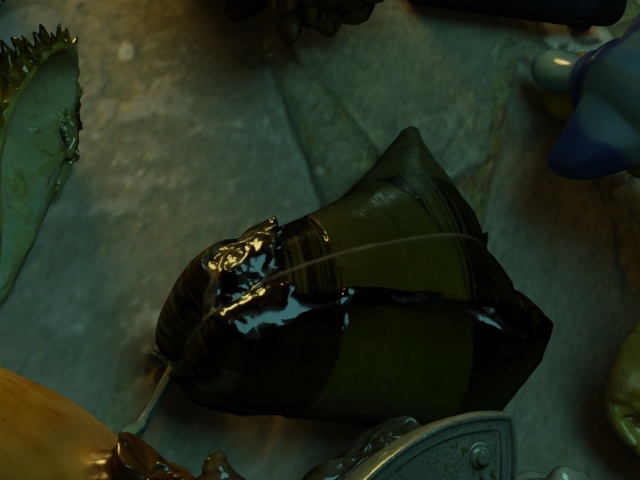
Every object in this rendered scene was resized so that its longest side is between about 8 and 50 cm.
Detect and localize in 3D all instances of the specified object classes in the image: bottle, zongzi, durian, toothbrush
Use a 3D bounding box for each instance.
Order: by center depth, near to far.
[{"bbox_3d":[-0.152,0.161,1.051,0.028,0.026,0.294,23,49,5],"label":"toothbrush"},{"bbox_3d":[-0.249,-0.058,1.098,0.252,0.144,0.139,-77,148,-43],"label":"durian"},{"bbox_3d":[0.000,0.000,1.180,0.289,0.154,0.317,13,41,-32],"label":"zongzi"},{"bbox_3d":[0.197,-0.254,1.494,0.244,0.082,0.072,2,41,-28],"label":"bottle"}]

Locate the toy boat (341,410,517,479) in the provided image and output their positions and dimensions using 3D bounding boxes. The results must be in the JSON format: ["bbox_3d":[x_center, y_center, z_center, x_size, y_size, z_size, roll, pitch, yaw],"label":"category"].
[{"bbox_3d":[0.034,0.240,1.000,0.141,0.092,0.319,46,72,-24],"label":"toy boat"}]

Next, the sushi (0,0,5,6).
[{"bbox_3d":[-0.333,-0.356,1.232,0.320,0.069,0.339,38,49,-6],"label":"sushi"}]

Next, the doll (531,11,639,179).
[{"bbox_3d":[0.346,-0.073,1.338,0.366,0.376,0.187,35,67,5],"label":"doll"}]

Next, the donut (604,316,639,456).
[{"bbox_3d":[0.420,0.227,1.213,0.378,0.163,0.435,27,29,-22],"label":"donut"}]

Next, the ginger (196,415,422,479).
[{"bbox_3d":[-0.042,0.201,1.053,0.290,0.084,0.122,-16,87,-28],"label":"ginger"}]

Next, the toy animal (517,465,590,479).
[{"bbox_3d":[0.151,0.270,1.141,0.104,0.183,0.185,13,22,-8],"label":"toy animal"}]

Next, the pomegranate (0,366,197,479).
[{"bbox_3d":[-0.215,0.213,0.828,0.307,0.307,0.307,16,55,-23],"label":"pomegranate"}]

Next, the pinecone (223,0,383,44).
[{"bbox_3d":[-0.040,-0.378,1.257,0.384,0.384,0.384,16,55,-23],"label":"pinecone"}]
